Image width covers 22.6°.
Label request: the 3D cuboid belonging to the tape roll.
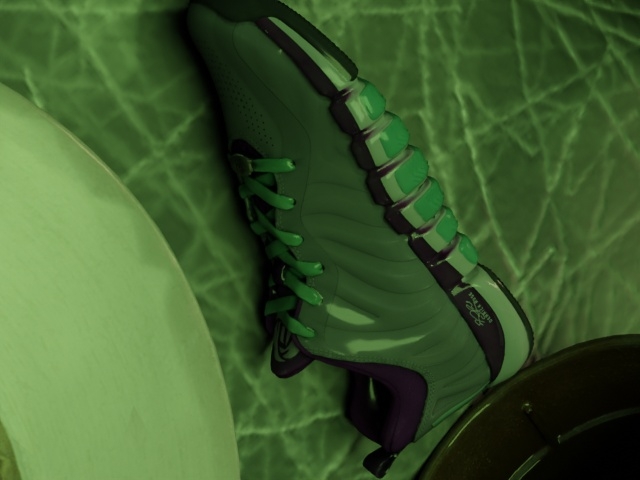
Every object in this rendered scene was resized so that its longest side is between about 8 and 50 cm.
[{"bbox_3d":[-0.213,0.110,0.567,0.392,0.072,0.392,-2,94,-27],"label":"tape roll"}]

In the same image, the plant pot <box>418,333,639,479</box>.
[{"bbox_3d":[0.148,0.158,0.722,0.167,0.167,0.165,-48,121,-17],"label":"plant pot"}]

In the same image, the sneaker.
[{"bbox_3d":[0.000,0.000,0.668,0.098,0.083,0.224,-43,113,-13],"label":"sneaker"}]
